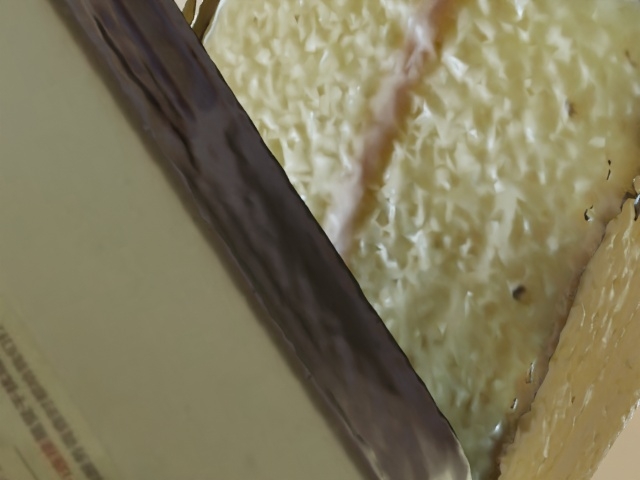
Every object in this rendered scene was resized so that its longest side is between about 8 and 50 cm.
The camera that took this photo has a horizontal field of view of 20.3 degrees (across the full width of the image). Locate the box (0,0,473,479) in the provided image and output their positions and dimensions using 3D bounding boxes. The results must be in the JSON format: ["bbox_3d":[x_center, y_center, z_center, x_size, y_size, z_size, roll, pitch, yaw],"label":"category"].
[{"bbox_3d":[-0.175,0.061,0.838,0.396,0.396,0.111,58,-148,-1],"label":"box"}]

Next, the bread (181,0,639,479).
[{"bbox_3d":[0.000,0.000,0.910,0.346,0.242,0.405,27,-121,35],"label":"bread"}]
